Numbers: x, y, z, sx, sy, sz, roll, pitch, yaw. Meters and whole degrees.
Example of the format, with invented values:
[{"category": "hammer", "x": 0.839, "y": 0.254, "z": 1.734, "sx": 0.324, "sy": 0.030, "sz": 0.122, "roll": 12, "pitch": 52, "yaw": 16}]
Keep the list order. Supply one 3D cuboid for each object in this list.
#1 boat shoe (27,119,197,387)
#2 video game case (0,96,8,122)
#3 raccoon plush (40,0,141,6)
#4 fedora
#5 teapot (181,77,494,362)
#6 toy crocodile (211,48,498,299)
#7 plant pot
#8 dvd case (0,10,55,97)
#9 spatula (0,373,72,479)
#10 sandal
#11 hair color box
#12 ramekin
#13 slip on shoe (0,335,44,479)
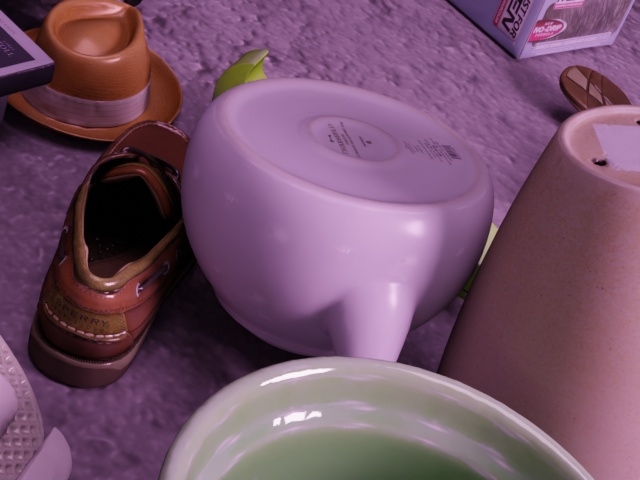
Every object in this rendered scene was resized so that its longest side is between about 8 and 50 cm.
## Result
[{"category": "boat shoe", "x": -0.141, "y": -0.019, "z": 1.071, "sx": 0.110, "sy": 0.104, "sz": 0.307, "roll": 17, "pitch": 36, "yaw": -7}, {"category": "video game case", "x": -0.437, "y": -0.192, "z": 1.178, "sx": 0.244, "sy": 0.061, "sz": 0.269, "roll": -12, "pitch": 48, "yaw": -36}, {"category": "raccoon plush", "x": -0.310, "y": -0.402, "z": 1.343, "sx": 0.446, "sy": 0.216, "sz": 0.299, "roll": 18, "pitch": 23, "yaw": -27}, {"category": "fedora", "x": -0.210, "y": -0.170, "z": 1.252, "sx": 0.194, "sy": 0.079, "sz": 0.194, "roll": 15, "pitch": 36, "yaw": -11}, {"category": "teapot", "x": 0.000, "y": 0.000, "z": 1.042, "sx": 0.252, "sy": 0.187, "sz": 0.256, "roll": 26, "pitch": 30, "yaw": 17}, {"category": "toy crocodile", "x": 0.047, "y": -0.051, "z": 1.210, "sx": 0.340, "sy": 0.105, "sz": 0.115, "roll": 36, "pitch": 38, "yaw": 18}, {"category": "plant pot", "x": 0.209, "y": 0.052, "z": 0.972, "sx": 0.256, "sy": 0.274, "sz": 0.256, "roll": 2, "pitch": 32, "yaw": -2}, {"category": "dvd case", "x": -0.364, "y": -0.162, "z": 1.104, "sx": 0.179, "sy": 0.030, "sz": 0.238, "roll": 43, "pitch": 42, "yaw": 21}, {"category": "spatula", "x": -0.207, "y": 0.189, "z": 0.796, "sx": 0.168, "sy": 0.019, "sz": 0.242, "roll": 50, "pitch": 36, "yaw": -13}, {"category": "sandal", "x": 0.327, "y": -0.119, "z": 1.499, "sx": 0.180, "sy": 0.049, "sz": 0.072, "roll": 44, "pitch": 45, "yaw": 5}, {"category": "hair color box", "x": 0.208, "y": -0.386, "z": 1.718, "sx": 0.185, "sy": 0.114, "sz": 0.374, "roll": -14, "pitch": 48, "yaw": -39}, {"category": "ramekin", "x": 0.033, "y": 0.227, "z": 0.809, "sx": 0.303, "sy": 0.148, "sz": 0.303, "roll": 14, "pitch": 36, "yaw": -11}, {"category": "slip on shoe", "x": -0.324, "y": 0.059, "z": 0.888, "sx": 0.331, "sy": 0.101, "sz": 0.123, "roll": 36, "pitch": 36, "yaw": -4}]
